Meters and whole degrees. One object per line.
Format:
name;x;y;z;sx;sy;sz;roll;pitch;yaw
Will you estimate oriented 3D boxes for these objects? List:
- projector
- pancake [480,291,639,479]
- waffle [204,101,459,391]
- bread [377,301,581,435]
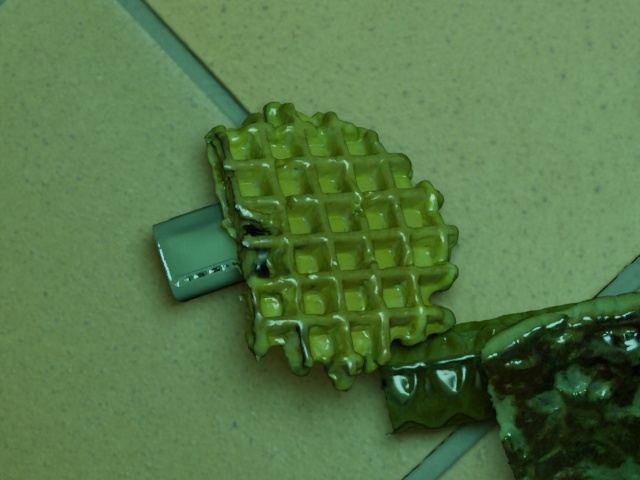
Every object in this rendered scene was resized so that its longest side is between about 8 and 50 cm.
projector;-0.115;0.011;1.946;0.082;0.083;0.083;-19;88;5
pancake;0.359;0.186;1.866;0.426;0.067;0.305;-1;112;-5
waffle;0.001;-0.001;1.883;0.309;0.065;0.283;35;60;5
bread;0.187;0.123;1.914;0.269;0.098;0.087;-11;132;5
